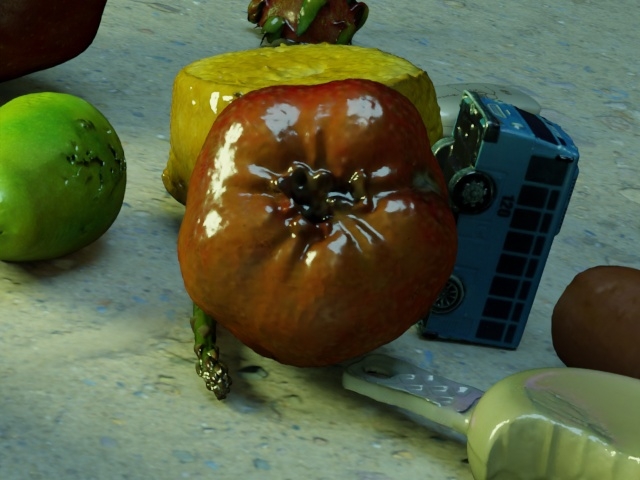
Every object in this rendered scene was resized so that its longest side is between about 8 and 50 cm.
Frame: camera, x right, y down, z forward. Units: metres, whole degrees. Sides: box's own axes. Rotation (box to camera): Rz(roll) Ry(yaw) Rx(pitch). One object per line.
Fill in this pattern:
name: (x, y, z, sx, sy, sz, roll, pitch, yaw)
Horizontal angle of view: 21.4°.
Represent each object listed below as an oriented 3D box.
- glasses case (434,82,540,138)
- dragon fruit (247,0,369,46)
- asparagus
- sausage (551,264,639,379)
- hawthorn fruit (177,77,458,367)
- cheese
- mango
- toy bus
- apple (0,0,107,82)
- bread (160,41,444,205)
glasses case: (0.165, -0.142, 1.851, 0.193, 0.049, 0.074, -8, 29, -45)
dragon fruit: (-0.010, -0.290, 2.064, 0.138, 0.175, 0.142, 23, -9, 0)
asparagus: (-0.083, 0.054, 1.250, 0.024, 0.025, 0.248, 52, 10, -21)
sausage: (0.282, 0.105, 1.218, 0.114, 0.113, 0.259, -3, 25, -35)
hawthorn fruit: (0.000, 0.000, 1.233, 0.207, 0.207, 0.243, 14, -18, 3)
cheese: (0.143, 0.130, 1.118, 0.286, 0.082, 0.163, 16, 18, 24)
mango: (-0.217, -0.043, 1.300, 0.125, 0.111, 0.233, 9, 22, 2)
toy bus: (0.134, -0.016, 1.332, 0.106, 0.184, 0.090, 11, 22, -12)
apple: (-0.352, -0.277, 1.580, 0.288, 0.288, 0.317, 29, 14, 36)
bread: (-0.017, -0.087, 1.446, 0.268, 0.145, 0.268, -2, 15, 1)
